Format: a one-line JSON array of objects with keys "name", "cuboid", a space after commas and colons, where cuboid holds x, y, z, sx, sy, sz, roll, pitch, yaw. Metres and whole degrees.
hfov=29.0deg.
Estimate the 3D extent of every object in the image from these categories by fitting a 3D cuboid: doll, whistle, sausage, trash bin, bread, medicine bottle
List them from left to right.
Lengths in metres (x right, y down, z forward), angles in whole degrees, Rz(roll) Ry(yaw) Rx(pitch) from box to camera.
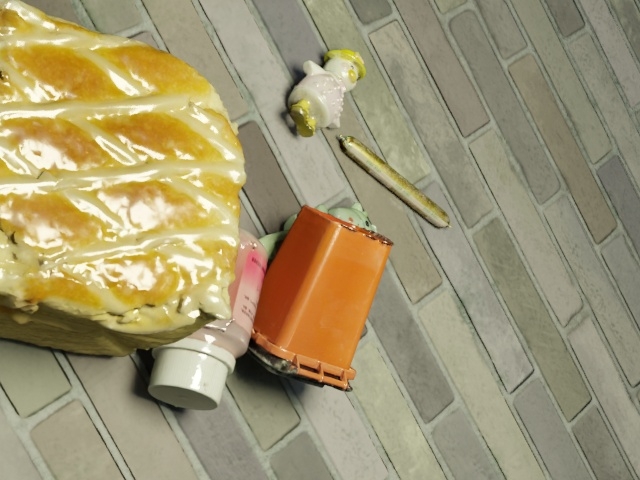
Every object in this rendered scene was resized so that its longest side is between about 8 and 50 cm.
[{"name": "bread", "cuboid": [-0.324, -0.060, 1.559, 0.390, 0.279, 0.371, 17, 65, -32]}, {"name": "medicine bottle", "cuboid": [-0.162, 0.104, 1.725, 0.147, 0.147, 0.247, 28, 62, -30]}, {"name": "whistle", "cuboid": [0.000, 0.000, 1.916, 0.244, 0.092, 0.110, -9, 94, -41]}, {"name": "trash bin", "cuboid": [0.000, 0.084, 1.783, 0.161, 0.184, 0.239, 21, 97, -32]}, {"name": "doll", "cuboid": [0.012, -0.245, 2.007, 0.207, 0.081, 0.129, -53, 129, -38]}, {"name": "sausage", "cuboid": [0.128, -0.096, 2.086, 0.269, 0.033, 0.033, 37, 57, -24]}]
